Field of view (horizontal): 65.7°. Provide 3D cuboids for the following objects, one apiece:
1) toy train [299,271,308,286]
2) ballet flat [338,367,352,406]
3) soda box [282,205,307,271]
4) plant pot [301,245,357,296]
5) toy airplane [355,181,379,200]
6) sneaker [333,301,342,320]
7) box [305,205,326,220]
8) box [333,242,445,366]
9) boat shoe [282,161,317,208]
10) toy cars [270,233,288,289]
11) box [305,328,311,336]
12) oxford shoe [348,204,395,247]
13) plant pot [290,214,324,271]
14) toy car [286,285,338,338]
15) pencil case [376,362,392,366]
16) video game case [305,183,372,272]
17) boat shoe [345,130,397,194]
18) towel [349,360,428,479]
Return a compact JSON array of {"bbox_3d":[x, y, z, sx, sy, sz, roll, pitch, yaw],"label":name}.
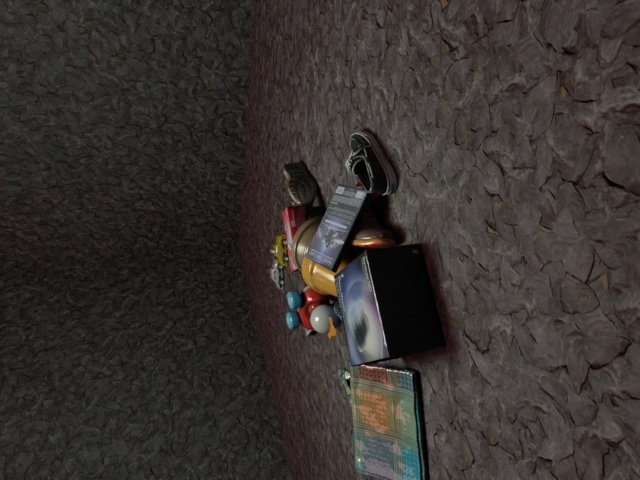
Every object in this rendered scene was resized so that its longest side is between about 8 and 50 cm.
[{"bbox_3d":[-0.075,0.184,2.453,0.027,0.036,0.158,-61,31,22],"label":"toy train"},{"bbox_3d":[0.126,0.562,1.941,0.188,0.070,0.070,-117,28,-44],"label":"ballet flat"},{"bbox_3d":[-0.093,-0.007,2.058,0.092,0.083,0.264,142,120,-68],"label":"soda box"},{"bbox_3d":[0.068,0.113,1.714,0.188,0.205,0.205,32,127,52],"label":"plant pot"},{"bbox_3d":[0.145,-0.156,1.614,0.151,0.028,0.151,-33,34,26],"label":"toy airplane"},{"bbox_3d":[0.129,0.313,1.856,0.082,0.069,0.209,32,-161,-55],"label":"sneaker"},{"bbox_3d":[0.000,0.000,2.073,0.261,0.103,0.185,-119,32,-50],"label":"box"},{"bbox_3d":[0.184,0.195,1.446,0.294,0.182,0.297,132,130,-64],"label":"box"},{"bbox_3d":[-0.089,-0.231,2.265,0.356,0.132,0.130,-106,9,-53],"label":"boat shoe"},{"bbox_3d":[-0.256,0.129,2.904,0.394,0.087,0.177,103,155,-44],"label":"toy cars"},{"bbox_3d":[-0.039,0.350,2.381,0.233,0.044,0.159,119,141,-60],"label":"box"},{"bbox_3d":[0.134,-0.051,1.617,0.363,0.129,0.133,-159,76,-65],"label":"oxford shoe"},{"bbox_3d":[0.017,0.034,1.837,0.109,0.237,0.238,31,126,54],"label":"plant pot"},{"bbox_3d":[0.003,0.312,1.975,0.238,0.219,0.211,-125,34,-51],"label":"toy car"},{"bbox_3d":[0.211,0.503,1.621,0.088,0.086,0.206,-8,89,47],"label":"pencil case"},{"bbox_3d":[0.055,-0.046,1.610,0.196,0.026,0.275,24,90,61],"label":"video game case"},{"bbox_3d":[0.135,-0.248,1.574,0.113,0.104,0.307,104,153,-45],"label":"boat shoe"},{"bbox_3d":[0.202,0.575,1.550,0.271,0.040,0.371,-4,92,43],"label":"towel"}]
